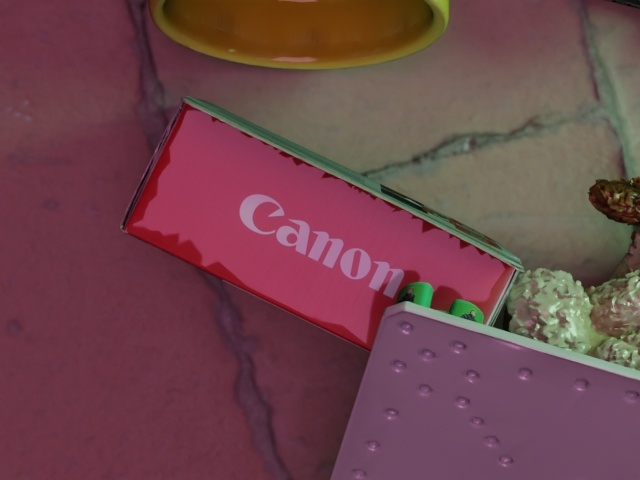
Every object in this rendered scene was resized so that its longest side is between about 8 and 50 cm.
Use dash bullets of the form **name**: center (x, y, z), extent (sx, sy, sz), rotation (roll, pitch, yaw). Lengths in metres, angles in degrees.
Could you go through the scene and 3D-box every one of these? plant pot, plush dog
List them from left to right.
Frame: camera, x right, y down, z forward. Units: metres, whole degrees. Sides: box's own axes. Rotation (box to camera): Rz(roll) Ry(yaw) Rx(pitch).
- **plant pot**: center (-0.014, -0.296, 1.341), extent (0.254, 0.254, 0.239), rotation (3, 77, 0)
- **plush dog**: center (0.305, 0.065, 1.354), extent (0.262, 0.210, 0.225), rotation (46, 54, -39)

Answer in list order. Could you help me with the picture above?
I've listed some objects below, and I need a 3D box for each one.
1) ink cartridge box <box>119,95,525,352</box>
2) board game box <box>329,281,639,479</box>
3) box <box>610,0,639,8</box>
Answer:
- **ink cartridge box**: center (0.000, 0.000, 1.330), extent (0.309, 0.272, 0.130), rotation (26, 93, -1)
- **board game box**: center (0.202, 0.227, 1.299), extent (0.389, 0.050, 0.390), rotation (17, 132, 2)
- **box**: center (0.295, -0.247, 1.442), extent (0.083, 0.018, 0.067), rotation (13, 93, -1)
